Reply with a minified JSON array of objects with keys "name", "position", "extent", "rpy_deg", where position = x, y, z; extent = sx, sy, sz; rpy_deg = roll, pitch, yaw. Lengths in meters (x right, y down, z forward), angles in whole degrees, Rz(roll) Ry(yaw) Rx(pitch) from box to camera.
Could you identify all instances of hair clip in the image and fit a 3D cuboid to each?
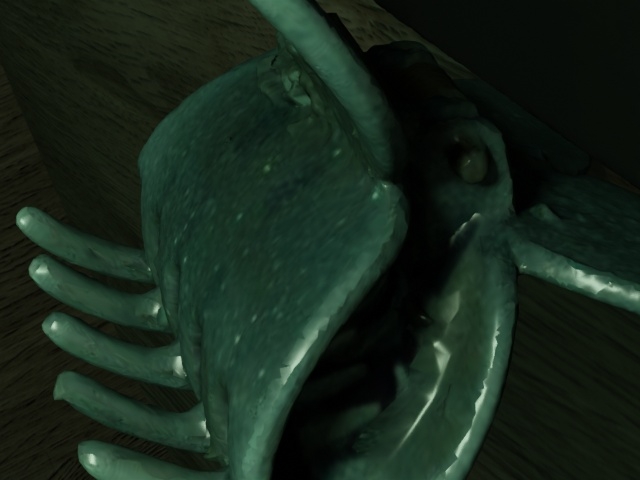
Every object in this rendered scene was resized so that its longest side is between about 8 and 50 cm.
[{"name":"hair clip","position":[0.000,0.000,0.861],"extent":[0.392,0.238,0.318],"rpy_deg":[30,-166,-29]}]

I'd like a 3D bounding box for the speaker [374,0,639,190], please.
[{"name":"speaker","position":[0.116,-0.164,0.571],"extent":[0.254,0.184,0.232],"rpy_deg":[46,157,50]}]
